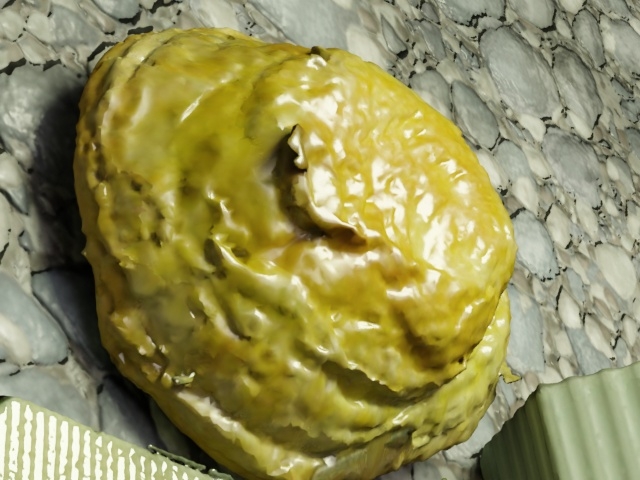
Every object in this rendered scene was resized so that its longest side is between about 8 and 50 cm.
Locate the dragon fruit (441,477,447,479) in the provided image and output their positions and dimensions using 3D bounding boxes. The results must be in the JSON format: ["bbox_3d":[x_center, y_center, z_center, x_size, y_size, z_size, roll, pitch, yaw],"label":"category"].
[{"bbox_3d":[0.106,0.262,0.978,0.236,0.137,0.135,62,19,-1],"label":"dragon fruit"}]

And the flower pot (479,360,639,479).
[{"bbox_3d":[0.242,0.203,1.130,0.209,0.239,0.190,-2,65,-17],"label":"flower pot"}]

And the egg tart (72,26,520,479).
[{"bbox_3d":[0.000,0.000,1.025,0.351,0.153,0.339,55,37,-7],"label":"egg tart"}]

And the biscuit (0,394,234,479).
[{"bbox_3d":[-0.127,0.167,0.820,0.252,0.052,0.150,28,42,-40],"label":"biscuit"}]
